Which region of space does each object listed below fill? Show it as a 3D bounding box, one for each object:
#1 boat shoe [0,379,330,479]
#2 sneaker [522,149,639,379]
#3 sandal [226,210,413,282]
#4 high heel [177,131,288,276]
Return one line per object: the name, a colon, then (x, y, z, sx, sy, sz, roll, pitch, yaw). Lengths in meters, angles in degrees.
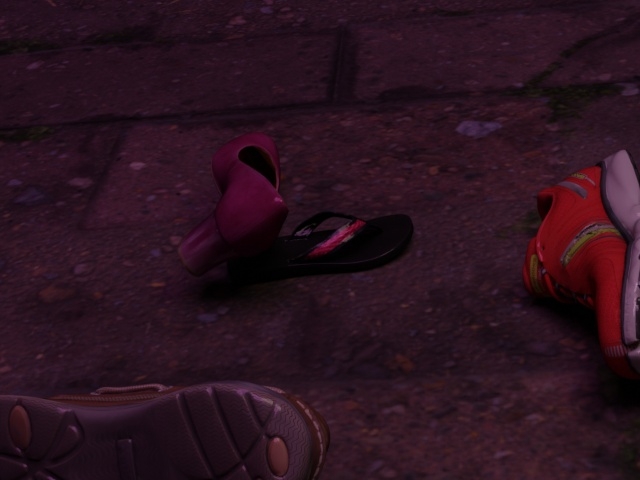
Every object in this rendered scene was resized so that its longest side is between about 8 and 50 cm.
boat shoe: (-0.142, 0.160, 0.871, 0.324, 0.123, 0.116, -5, -3, 22)
sneaker: (0.227, 0.031, 1.016, 0.118, 0.107, 0.279, -20, 25, 17)
sandal: (0.000, 0.000, 1.142, 0.179, 0.040, 0.067, -11, 30, -5)
high heel: (-0.052, -0.059, 1.160, 0.117, 0.082, 0.244, -30, 13, 27)
